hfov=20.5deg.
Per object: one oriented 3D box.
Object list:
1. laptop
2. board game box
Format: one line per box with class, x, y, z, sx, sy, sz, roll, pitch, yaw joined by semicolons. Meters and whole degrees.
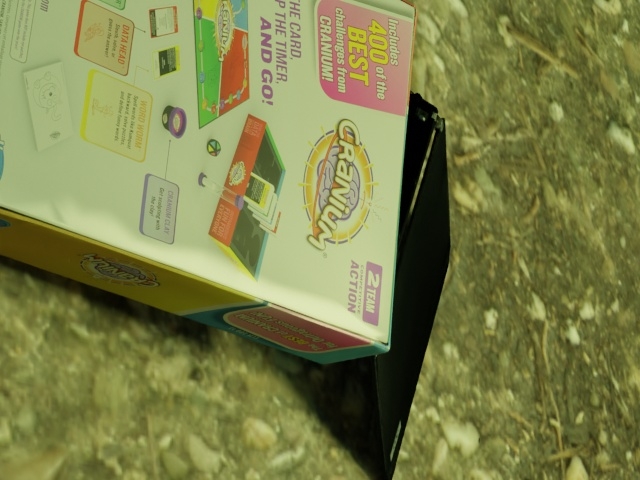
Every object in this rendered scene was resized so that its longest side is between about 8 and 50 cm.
laptop;0.000;0.000;1.257;0.264;0.136;0.234;31;48;-15
board game box;-0.081;-0.082;1.046;0.316;0.064;0.242;22;64;-38
